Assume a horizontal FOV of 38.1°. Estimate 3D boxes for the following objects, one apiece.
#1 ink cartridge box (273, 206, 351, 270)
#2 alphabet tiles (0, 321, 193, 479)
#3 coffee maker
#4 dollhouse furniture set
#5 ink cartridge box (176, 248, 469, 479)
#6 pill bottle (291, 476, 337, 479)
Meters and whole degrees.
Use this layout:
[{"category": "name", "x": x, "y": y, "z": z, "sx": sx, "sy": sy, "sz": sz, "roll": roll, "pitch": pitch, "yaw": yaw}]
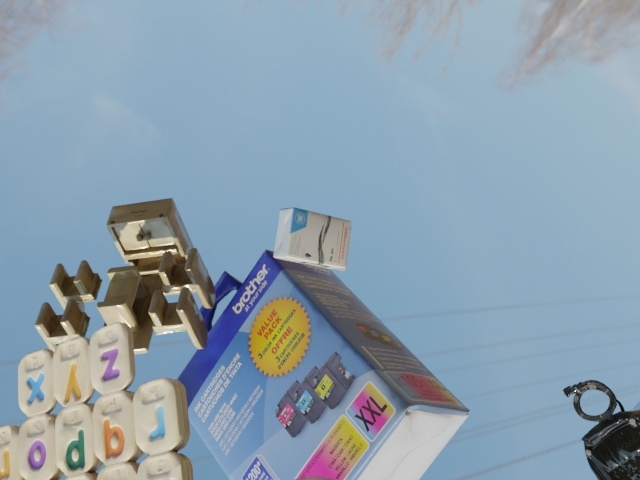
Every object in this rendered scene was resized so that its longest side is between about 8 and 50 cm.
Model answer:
[{"category": "ink cartridge box", "x": 0.000, "y": 0.000, "z": 0.887, "sx": 0.083, "sy": 0.028, "sz": 0.048, "roll": 12, "pitch": -99, "yaw": -31}, {"category": "alphabet tiles", "x": -0.238, "y": 0.233, "z": 0.926, "sx": 0.021, "sy": 0.284, "sz": 0.278, "roll": 20, "pitch": -124, "yaw": -53}, {"category": "coffee maker", "x": 0.368, "y": 0.196, "z": 0.985, "sx": 0.178, "sy": 0.120, "sz": 0.171, "roll": -21, "pitch": -90, "yaw": -49}, {"category": "dollhouse furniture set", "x": -0.253, "y": 0.083, "z": 1.337, "sx": 0.212, "sy": 0.161, "sz": 0.242, "roll": -7, "pitch": -138, "yaw": 12}, {"category": "ink cartridge box", "x": -0.032, "y": 0.201, "z": 1.270, "sx": 0.151, "sy": 0.270, "sz": 0.395, "roll": 20, "pitch": -161, "yaw": -47}, {"category": "pill bottle", "x": 0.040, "y": 0.367, "z": 0.791, "sx": 0.204, "sy": 0.204, "sz": 0.361, "roll": 21, "pitch": -172, "yaw": -24}]
